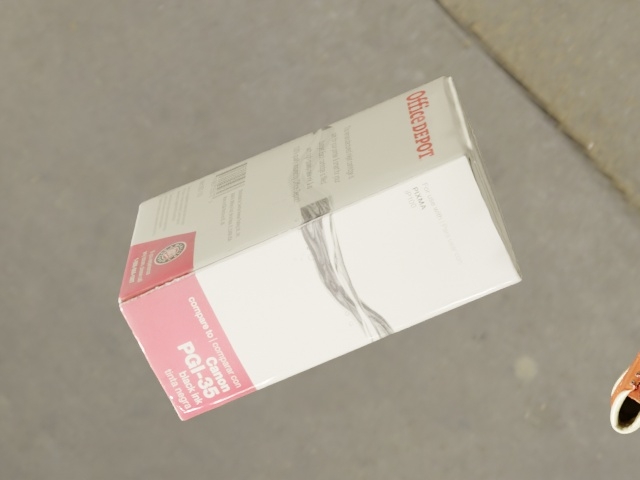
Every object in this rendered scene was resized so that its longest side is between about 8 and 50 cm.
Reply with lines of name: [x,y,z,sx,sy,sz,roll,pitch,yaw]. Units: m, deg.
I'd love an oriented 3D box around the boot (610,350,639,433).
boot: [0.363,0.141,1.812,0.059,0.084,0.158,31,118,7]

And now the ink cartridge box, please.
ink cartridge box: [0.000,0.000,1.303,0.283,0.207,0.117,-22,110,8]
